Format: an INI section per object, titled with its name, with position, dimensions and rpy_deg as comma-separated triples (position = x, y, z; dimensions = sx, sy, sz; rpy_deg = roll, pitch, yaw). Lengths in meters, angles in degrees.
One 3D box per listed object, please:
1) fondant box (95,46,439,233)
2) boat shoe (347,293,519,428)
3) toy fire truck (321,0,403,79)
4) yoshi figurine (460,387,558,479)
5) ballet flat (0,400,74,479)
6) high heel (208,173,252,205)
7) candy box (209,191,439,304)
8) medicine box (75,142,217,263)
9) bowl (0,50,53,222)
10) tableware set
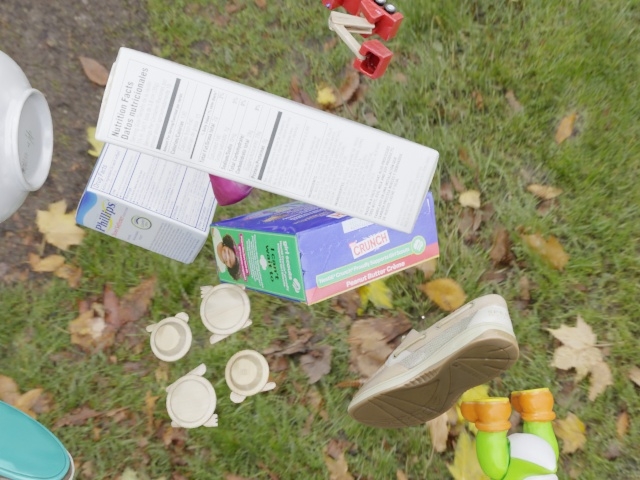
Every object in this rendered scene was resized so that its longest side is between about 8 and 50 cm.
[fondant box]
position = -0.066, -0.117, 0.894
dimensions = 0.330, 0.238, 0.096
rpy_deg = 17, 99, -14
[boat shoe]
position = 0.157, 0.181, 1.177
dimensions = 0.109, 0.098, 0.302
rpy_deg = 30, 130, -25
[toy fire truck]
position = 0.059, -0.350, 1.298
dimensions = 0.192, 0.047, 0.135
rpy_deg = 42, 49, 14
[yoshi figurine]
position = 0.339, 0.443, 1.381
dimensions = 0.203, 0.203, 0.362
rpy_deg = -15, 77, 29
[ballet flat]
position = -0.529, 0.264, 1.108
dimensions = 0.400, 0.139, 0.139
rpy_deg = 27, 88, -2
[high heel]
position = -0.193, -0.164, 1.285
dimensions = 0.117, 0.082, 0.244
rpy_deg = -32, 114, 29
[candy box]
position = 0.000, 0.000, 1.377
dimensions = 0.268, 0.317, 0.122
rpy_deg = -17, 101, -30
[medicine box]
position = -0.387, -0.128, 1.902
dimensions = 0.289, 0.149, 0.264
rpy_deg = 22, 52, -14
[bowl]
position = -0.460, -0.143, 1.124
dimensions = 0.134, 0.298, 0.298
rpy_deg = 2, 85, 1
[tableware set]
position = -0.136, 0.139, 0.985
dimensions = 0.141, 0.020, 0.169
rpy_deg = -22, 72, 7
